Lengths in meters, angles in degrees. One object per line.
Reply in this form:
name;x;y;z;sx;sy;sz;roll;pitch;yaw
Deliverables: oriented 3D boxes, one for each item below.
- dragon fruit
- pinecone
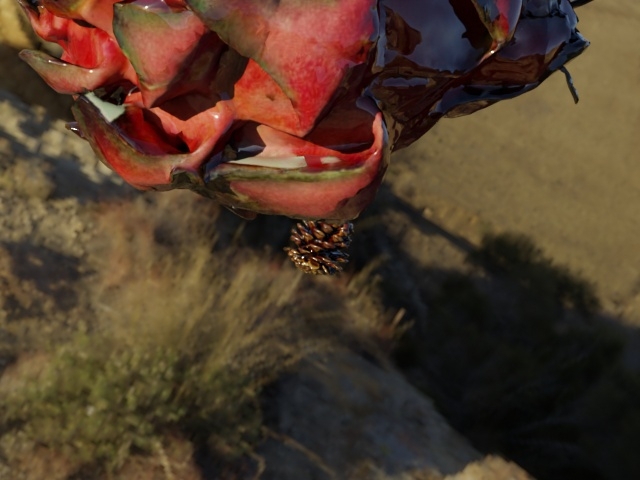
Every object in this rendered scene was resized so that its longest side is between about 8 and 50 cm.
dragon fruit;0.001;-0.109;0.588;0.293;0.234;0.234;20;25;-15
pinecone;0.000;0.000;1.463;0.077;0.083;0.077;17;9;-3
